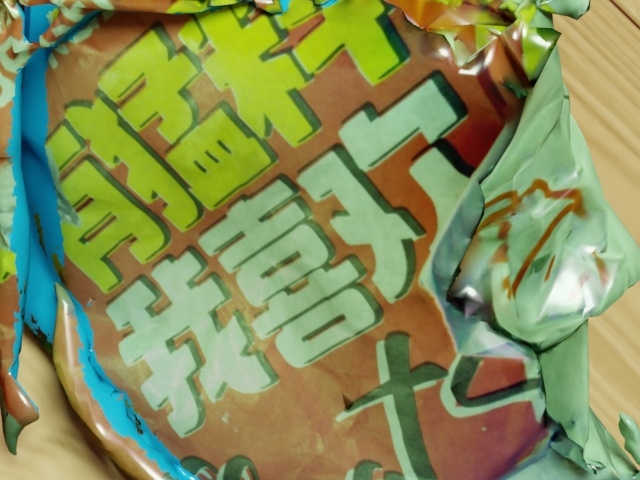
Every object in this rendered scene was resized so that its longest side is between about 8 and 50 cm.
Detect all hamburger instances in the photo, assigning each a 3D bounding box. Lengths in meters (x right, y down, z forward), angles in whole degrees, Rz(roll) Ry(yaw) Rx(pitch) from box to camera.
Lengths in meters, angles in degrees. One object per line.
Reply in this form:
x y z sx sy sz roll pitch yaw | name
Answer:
-0.001 0.003 0.546 0.150 0.260 0.276 -53 130 -58 | hamburger
